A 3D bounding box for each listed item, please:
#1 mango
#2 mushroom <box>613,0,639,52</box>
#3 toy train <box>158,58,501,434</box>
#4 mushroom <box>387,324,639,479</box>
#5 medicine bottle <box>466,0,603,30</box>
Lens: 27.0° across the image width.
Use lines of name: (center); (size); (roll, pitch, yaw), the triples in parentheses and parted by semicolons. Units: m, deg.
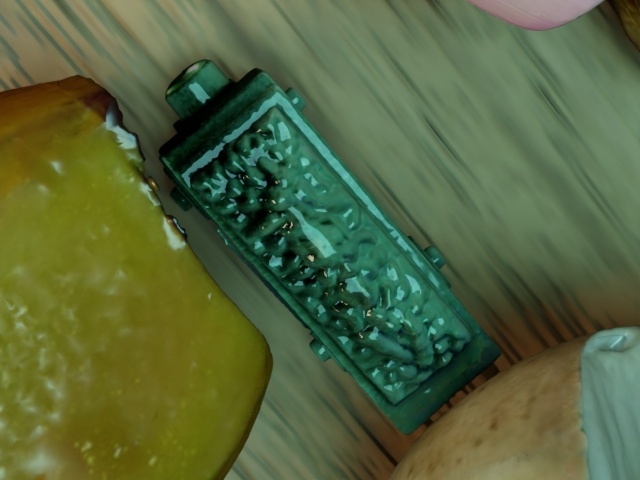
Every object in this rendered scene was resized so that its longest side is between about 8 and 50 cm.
mango: (-0.155, 0.070, 0.486); (0.257, 0.138, 0.187); (-35, 86, -15)
mushroom: (0.269, -0.162, 0.556); (0.333, 0.087, 0.107); (-23, 83, -7)
toy train: (0.000, 0.000, 0.541); (0.070, 0.099, 0.172); (-41, 105, 0)
mushroom: (0.126, 0.156, 0.544); (0.254, 0.189, 0.195); (15, 58, -31)
medicine bottle: (-0.012, -0.227, 0.435); (0.316, 0.202, 0.202); (26, 97, -15)
